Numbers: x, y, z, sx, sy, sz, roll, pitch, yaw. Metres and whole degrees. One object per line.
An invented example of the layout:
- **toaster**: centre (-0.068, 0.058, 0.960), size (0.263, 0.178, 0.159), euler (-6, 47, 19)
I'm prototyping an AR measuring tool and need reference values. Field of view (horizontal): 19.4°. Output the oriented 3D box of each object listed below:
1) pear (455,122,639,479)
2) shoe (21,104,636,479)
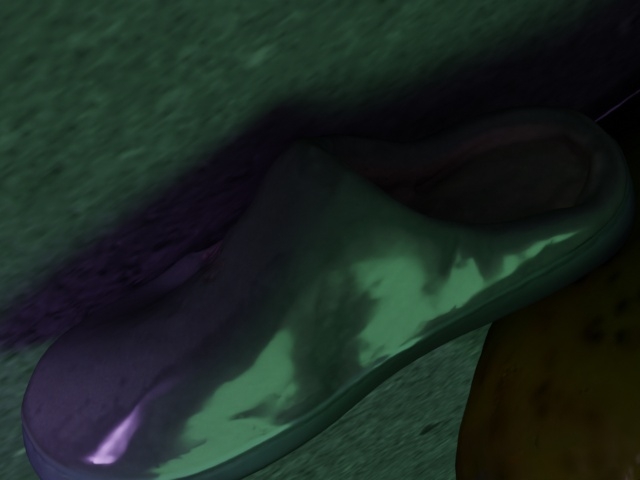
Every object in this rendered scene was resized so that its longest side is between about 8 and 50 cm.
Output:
- **pear**: centre (0.185, 0.038, 0.634), size (0.318, 0.239, 0.342), euler (-18, -166, -21)
- **shoe**: centre (0.000, 0.000, 0.528), size (0.195, 0.079, 0.078), euler (-23, 129, -14)
